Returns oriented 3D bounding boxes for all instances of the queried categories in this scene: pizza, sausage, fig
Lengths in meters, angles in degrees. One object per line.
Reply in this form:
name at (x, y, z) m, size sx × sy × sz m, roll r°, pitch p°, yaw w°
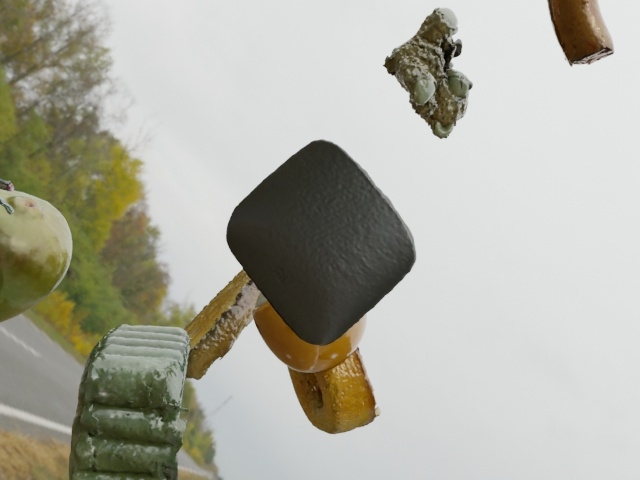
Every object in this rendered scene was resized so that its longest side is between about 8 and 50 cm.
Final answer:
pizza at (-0.224, 0.185, 1.571) m, size 0.080 × 0.435 × 0.392 m, roll 43°, pitch 13°, yaw -8°
sausage at (0.498, -0.478, 1.346) m, size 0.109 × 0.108 × 0.271 m, roll 174°, pitch -94°, yaw -67°
fig at (-0.528, 0.025, 1.121) m, size 0.207 × 0.230 × 0.207 m, roll 54°, pitch 10°, yaw -15°

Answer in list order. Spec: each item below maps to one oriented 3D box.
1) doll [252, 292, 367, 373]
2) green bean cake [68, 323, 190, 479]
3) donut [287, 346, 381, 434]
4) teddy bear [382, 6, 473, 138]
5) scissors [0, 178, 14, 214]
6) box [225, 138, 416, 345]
doll at (0.009, 0.119, 1.216) m, size 0.213 × 0.236 × 0.214 m, roll 41°, pitch 29°, yaw -30°
green bean cake at (-0.226, 0.230, 0.832) m, size 0.222 × 0.124 × 0.227 m, roll -146°, pitch -119°, yaw -77°
donut at (0.019, 0.279, 1.403) m, size 0.253 × 0.118 × 0.254 m, roll 50°, pitch -29°, yaw 41°
teddy bear at (0.271, -0.374, 1.635) m, size 0.156 × 0.267 × 0.256 m, roll -2°, pitch -34°, yaw 46°
scissors at (-0.512, -0.103, 0.979) m, size 0.187 × 0.020 × 0.134 m, roll 31°, pitch -47°, yaw 5°
box at (0.000, 0.000, 0.860) m, size 0.212 × 0.201 × 0.042 m, roll 48°, pitch -7°, yaw 8°
